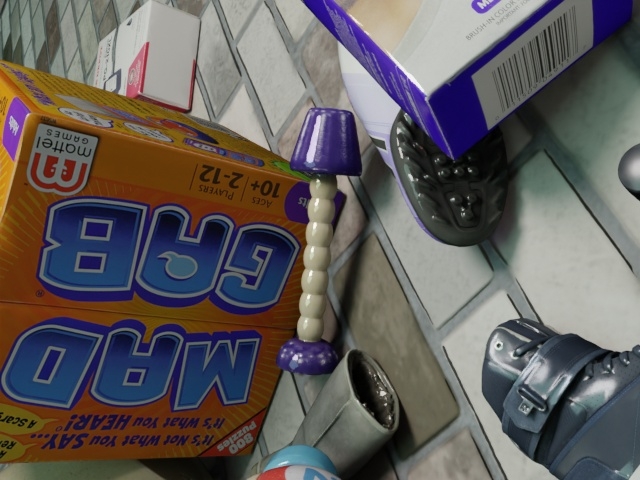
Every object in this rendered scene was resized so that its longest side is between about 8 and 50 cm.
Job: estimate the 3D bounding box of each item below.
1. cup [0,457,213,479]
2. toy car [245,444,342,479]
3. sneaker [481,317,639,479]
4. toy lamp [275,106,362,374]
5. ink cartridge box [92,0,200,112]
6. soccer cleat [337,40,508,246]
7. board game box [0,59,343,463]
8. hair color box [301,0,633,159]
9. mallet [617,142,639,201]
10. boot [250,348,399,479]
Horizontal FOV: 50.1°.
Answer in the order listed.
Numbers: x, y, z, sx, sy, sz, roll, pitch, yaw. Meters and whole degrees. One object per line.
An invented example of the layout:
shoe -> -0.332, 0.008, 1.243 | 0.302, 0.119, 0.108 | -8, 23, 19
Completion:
cup -> -0.269, 0.357, 0.851 | 0.237, 0.331, 0.331 | -55, 38, -4
toy car -> 0.061, 0.262, 0.525 | 0.237, 0.219, 0.210 | -16, 92, 8
sneaker -> 0.203, 0.072, 0.459 | 0.163, 0.086, 0.226 | 46, 118, 45
toy lamp -> 0.000, 0.000, 0.724 | 0.080, 0.080, 0.275 | 13, 101, 53
ink cartridge box -> -0.322, -0.299, 1.232 | 0.237, 0.100, 0.172 | -8, 74, 51
soccer cleat -> 0.087, -0.121, 0.669 | 0.116, 0.108, 0.318 | 114, 144, -58
board game box -> -0.258, 0.017, 0.851 | 0.356, 0.356, 0.357 | 35, 108, 51
hair color box -> 0.074, -0.254, 0.586 | 0.185, 0.110, 0.339 | -39, 59, 4
mallet -> 0.277, -0.075, 0.421 | 0.189, 0.062, 0.039 | -36, 55, 42
boot -> 0.013, 0.243, 0.687 | 0.208, 0.076, 0.190 | -46, 49, 26
